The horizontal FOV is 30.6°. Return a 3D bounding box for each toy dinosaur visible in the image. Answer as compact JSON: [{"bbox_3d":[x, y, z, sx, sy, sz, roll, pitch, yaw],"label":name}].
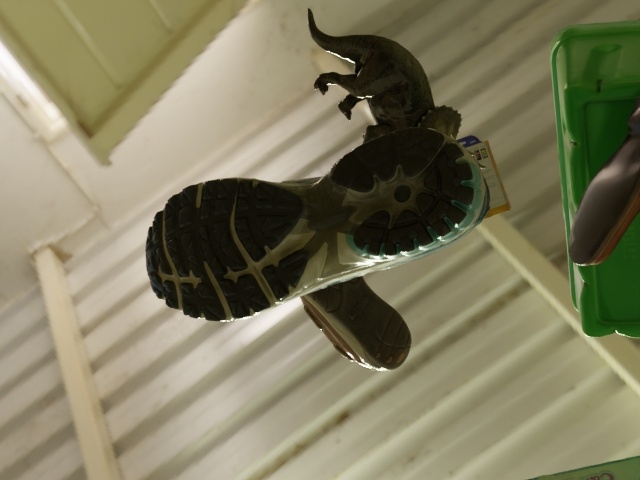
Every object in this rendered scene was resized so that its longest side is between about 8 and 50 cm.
[{"bbox_3d":[0.096,-0.207,1.648,0.160,0.313,0.121,-29,-178,23],"label":"toy dinosaur"}]

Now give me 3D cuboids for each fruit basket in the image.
[{"bbox_3d":[0.426,-0.086,1.373,0.283,0.392,0.392,-1,-136,22],"label":"fruit basket"}]

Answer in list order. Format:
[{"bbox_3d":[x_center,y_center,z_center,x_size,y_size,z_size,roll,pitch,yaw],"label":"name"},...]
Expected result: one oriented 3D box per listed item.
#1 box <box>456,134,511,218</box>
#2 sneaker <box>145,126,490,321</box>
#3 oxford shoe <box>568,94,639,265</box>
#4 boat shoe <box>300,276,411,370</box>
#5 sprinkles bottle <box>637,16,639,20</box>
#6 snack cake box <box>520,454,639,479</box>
[{"bbox_3d":[0.249,-0.101,1.898,0.081,0.136,0.028,-18,-179,21],"label":"box"},{"bbox_3d":[0.000,0.000,0.898,0.283,0.122,0.110,-12,-101,22],"label":"sneaker"},{"bbox_3d":[0.321,-0.059,1.154,0.212,0.076,0.076,-59,-155,4],"label":"oxford shoe"},{"bbox_3d":[0.011,0.086,1.898,0.123,0.324,0.116,-40,-170,-29],"label":"boat shoe"},{"bbox_3d":[0.662,-0.260,1.919,0.121,0.121,0.355,-37,-130,-4],"label":"sprinkles bottle"},{"bbox_3d":[0.261,0.338,1.409,0.264,0.152,0.089,-10,-111,-9],"label":"snack cake box"}]
